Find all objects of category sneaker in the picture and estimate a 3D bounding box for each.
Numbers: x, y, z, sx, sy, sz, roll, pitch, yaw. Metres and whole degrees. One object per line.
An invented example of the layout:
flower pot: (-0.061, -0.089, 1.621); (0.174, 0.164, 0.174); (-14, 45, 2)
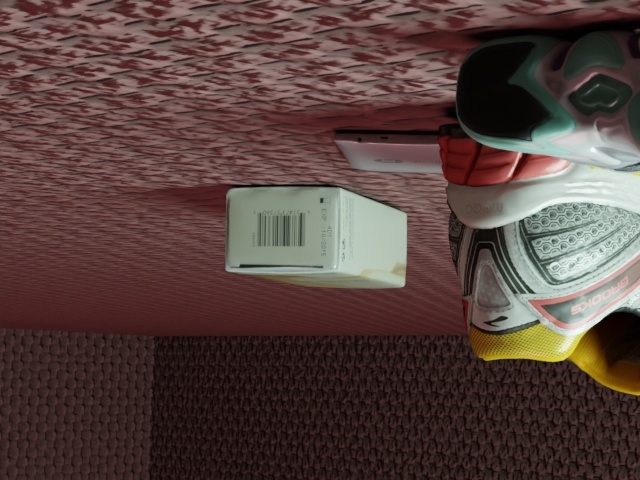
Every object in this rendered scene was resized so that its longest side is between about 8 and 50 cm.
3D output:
sneaker: (0.092, -0.036, 0.468); (0.098, 0.038, 0.069); (10, -178, 33)
sneaker: (0.118, 0.011, 0.655); (0.088, 0.092, 0.225); (-3, 174, 43)

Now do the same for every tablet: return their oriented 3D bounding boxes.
tablet: (0.035, -0.033, 0.683); (0.054, 0.006, 0.083); (2, 175, 6)

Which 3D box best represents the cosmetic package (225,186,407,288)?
cosmetic package: (0.000, 0.000, 0.875); (0.060, 0.041, 0.115); (0, 175, 20)
